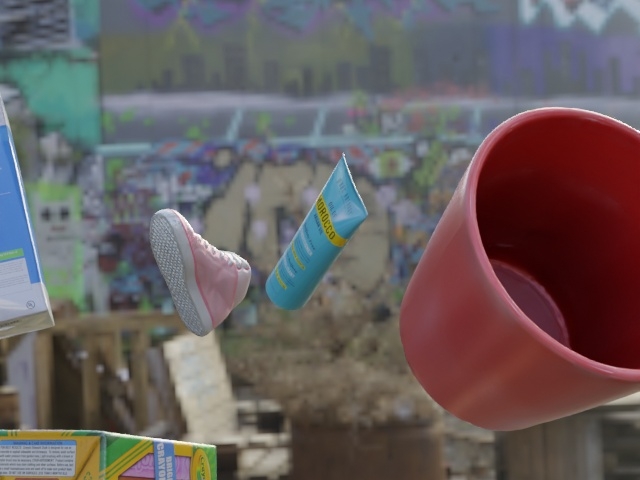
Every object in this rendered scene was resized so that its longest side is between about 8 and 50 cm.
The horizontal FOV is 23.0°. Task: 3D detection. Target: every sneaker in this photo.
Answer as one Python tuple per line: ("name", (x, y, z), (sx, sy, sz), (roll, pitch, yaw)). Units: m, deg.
("sneaker", (-0.105, 0.016, 1.411), (0.070, 0.134, 0.051), (-37, 39, -28))

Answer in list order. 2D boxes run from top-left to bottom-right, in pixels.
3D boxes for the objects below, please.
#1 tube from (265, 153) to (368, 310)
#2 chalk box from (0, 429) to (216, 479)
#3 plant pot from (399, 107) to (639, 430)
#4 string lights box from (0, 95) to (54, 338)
("tube", (0.000, 0.000, 1.707), (0.052, 0.080, 0.207), (-8, -31, -31))
("chalk box", (-0.234, 0.314, 1.797), (0.180, 0.179, 0.289), (-5, -12, 28))
("plant pot", (0.209, 0.049, 1.490), (0.275, 0.275, 0.243), (-3, -24, -25))
("string lights box", (-0.385, -0.021, 1.722), (0.133, 0.259, 0.077), (-13, -16, -7))
